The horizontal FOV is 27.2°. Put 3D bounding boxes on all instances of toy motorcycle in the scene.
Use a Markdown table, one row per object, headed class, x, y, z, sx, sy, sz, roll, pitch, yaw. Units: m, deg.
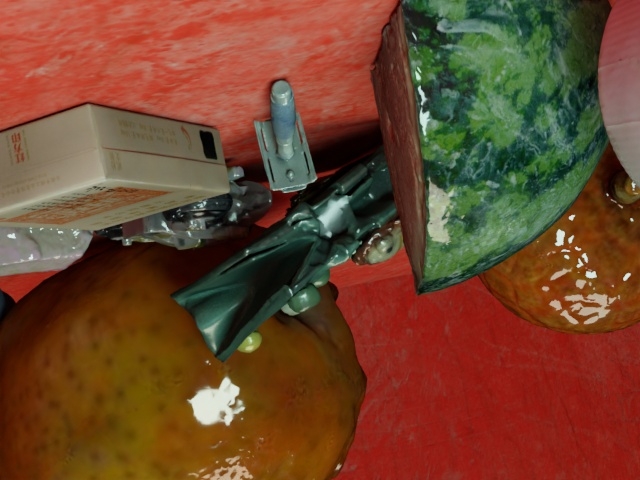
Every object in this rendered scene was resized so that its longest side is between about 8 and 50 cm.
| class | x | y | z | sx | sy | sz | roll | pitch | yaw |
| --- | --- | --- | --- | --- | --- | --- | --- | --- | --- |
| toy motorcycle | -0.121 | -0.027 | 1.309 | 0.152 | 0.073 | 0.225 | -4 | 176 | -33 |

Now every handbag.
| class | x | y | z | sx | sy | sz | roll | pitch | yaw |
| --- | --- | --- | --- | --- | --- | --- | --- | --- | --- |
| handbag | 0.002 | 0.004 | 1.308 | 0.268 | 0.100 | 0.274 | -37 | -177 | -30 |

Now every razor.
| class | x | y | z | sx | sy | sz | roll | pitch | yaw |
| --- | --- | --- | --- | --- | --- | --- | --- | --- | --- |
| razor | -0.030 | -0.092 | 1.035 | 0.040 | 0.068 | 0.135 | -15 | 162 | -4 |

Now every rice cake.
| class | x | y | z | sx | sy | sz | roll | pitch | yaw |
| --- | --- | --- | --- | --- | --- | --- | --- | --- | --- |
| rice cake | -0.396 | 0.022 | 1.288 | 0.365 | 0.056 | 0.072 | -10 | 172 | -30 |

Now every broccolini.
| class | x | y | z | sx | sy | sz | roll | pitch | yaw |
| --- | --- | --- | --- | --- | --- | --- | --- | --- | --- |
| broccolini | 0.050 | -0.053 | 1.499 | 0.194 | 0.054 | 0.052 | -4 | 139 | 17 |

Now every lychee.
| class | x | y | z | sx | sy | sz | roll | pitch | yaw |
| --- | --- | --- | --- | --- | --- | --- | --- | --- | --- |
| lychee | 0.246 | -0.036 | 1.211 | 0.255 | 0.255 | 0.300 | -11 | 161 | -15 |

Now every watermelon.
| class | x | y | z | sx | sy | sz | roll | pitch | yaw |
| --- | --- | --- | --- | --- | --- | --- | --- | --- | --- |
| watermelon | 0.132 | -0.088 | 0.970 | 0.260 | 0.176 | 0.256 | -8 | 134 | -26 |

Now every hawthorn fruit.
| class | x | y | z | sx | sy | sz | roll | pitch | yaw |
| --- | --- | --- | --- | --- | --- | --- | --- | --- | --- |
| hawthorn fruit | -0.155 | 0.189 | 1.605 | 0.471 | 0.472 | 0.472 | -12 | 174 | -1 |

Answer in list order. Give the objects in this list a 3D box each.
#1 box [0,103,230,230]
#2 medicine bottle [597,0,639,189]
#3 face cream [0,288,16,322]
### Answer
| class | x | y | z | sx | sy | sz | roll | pitch | yaw |
| --- | --- | --- | --- | --- | --- | --- | --- | --- | --- |
| box | -0.176 | -0.052 | 1.026 | 0.141 | 0.058 | 0.201 | -14 | 173 | 20 |
| medicine bottle | 0.298 | -0.098 | 0.683 | 0.241 | 0.241 | 0.302 | -11 | -177 | -14 |
| face cream | -0.436 | 0.068 | 1.529 | 0.135 | 0.086 | 0.385 | -18 | 170 | 1 |
